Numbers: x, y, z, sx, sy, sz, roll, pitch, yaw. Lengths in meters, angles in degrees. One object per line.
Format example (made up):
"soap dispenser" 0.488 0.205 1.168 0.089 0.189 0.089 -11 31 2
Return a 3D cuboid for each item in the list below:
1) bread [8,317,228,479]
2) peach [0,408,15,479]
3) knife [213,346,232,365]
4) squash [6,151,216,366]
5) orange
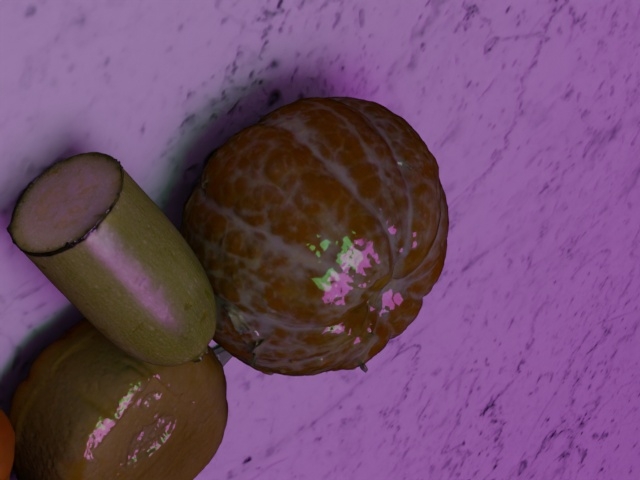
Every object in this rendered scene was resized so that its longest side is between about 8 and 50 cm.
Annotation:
"bread" -0.222 0.196 1.739 0.270 0.148 0.270 -35 143 -32
"peach" -0.380 0.218 1.578 0.138 0.138 0.138 -32 143 -29
"knife" -0.124 0.144 1.929 0.293 0.020 0.043 -48 150 -4
"squash" -0.192 0.037 1.576 0.132 0.132 0.247 -45 130 -12
"orange" 0.000 0.000 1.732 0.329 0.249 0.329 -30 143 -25
